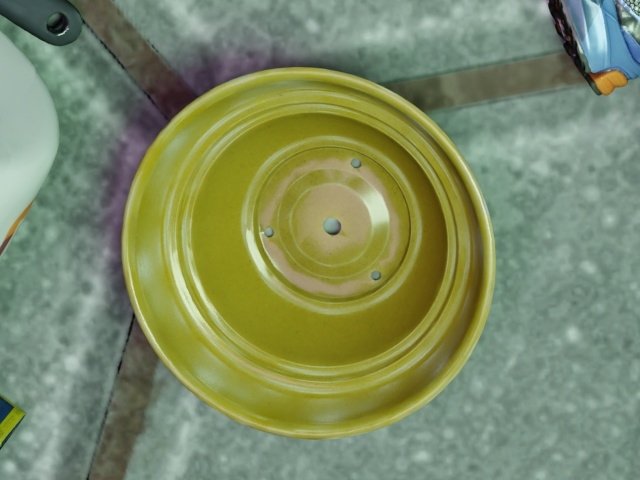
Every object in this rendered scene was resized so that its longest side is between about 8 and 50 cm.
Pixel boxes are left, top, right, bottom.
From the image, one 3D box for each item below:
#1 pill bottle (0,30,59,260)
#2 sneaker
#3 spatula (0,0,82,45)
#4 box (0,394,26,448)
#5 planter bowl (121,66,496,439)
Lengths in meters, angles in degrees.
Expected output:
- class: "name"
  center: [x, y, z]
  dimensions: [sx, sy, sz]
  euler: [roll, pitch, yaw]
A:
- class: "pill bottle"
  center: [-0.331, 0.041, 1.124]
  dimensions: [0.224, 0.224, 0.392]
  euler: [34, 117, 2]
- class: "sneaker"
  center: [0.151, -0.195, 1.066]
  dimensions: [0.087, 0.083, 0.221]
  euler: [-20, 104, 2]
- class: "spatula"
  center: [-0.258, -0.198, 1.106]
  dimensions: [0.296, 0.030, 0.084]
  euler: [35, 96, -24]
- class: "box"
  center: [-0.262, 0.165, 1.240]
  dimensions: [0.054, 0.059, 0.169]
  euler: [37, 108, -2]
- class: "planter bowl"
  center: [0.000, 0.000, 1.129]
  dimensions: [0.217, 0.090, 0.217]
  euler: [3, 104, 12]
